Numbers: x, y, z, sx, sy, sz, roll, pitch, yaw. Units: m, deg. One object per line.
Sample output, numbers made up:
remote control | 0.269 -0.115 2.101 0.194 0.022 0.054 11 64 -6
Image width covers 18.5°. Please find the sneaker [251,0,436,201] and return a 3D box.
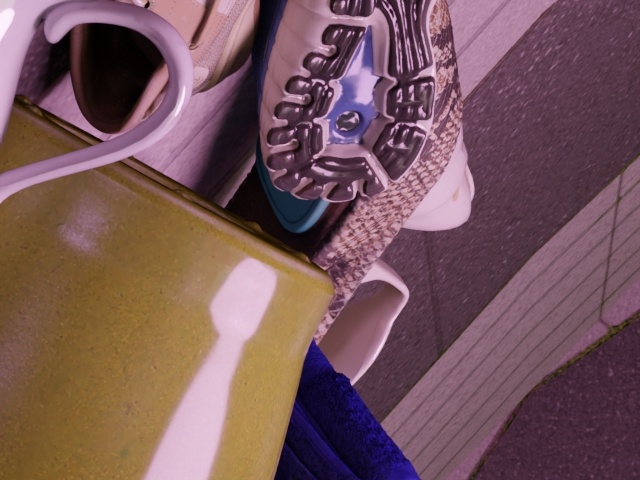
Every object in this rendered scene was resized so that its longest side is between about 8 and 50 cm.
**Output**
sneaker | 0.019 -0.191 1.124 0.129 0.147 0.330 4 125 -24

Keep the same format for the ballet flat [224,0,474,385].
ballet flat | 0.000 0.000 1.432 0.182 0.164 0.483 17 118 -31

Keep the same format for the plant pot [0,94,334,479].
plant pot | -0.174 0.115 1.073 0.353 0.366 0.366 -60 162 1

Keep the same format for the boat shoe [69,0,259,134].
boat shoe | -0.086 -0.153 1.044 0.098 0.109 0.302 -41 167 -24

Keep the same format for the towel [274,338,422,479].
towel | -0.084 0.136 1.244 0.076 0.308 0.228 23 111 -44

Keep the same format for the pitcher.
pitcher | -0.176 -0.057 0.911 0.207 0.178 0.125 -52 179 9
